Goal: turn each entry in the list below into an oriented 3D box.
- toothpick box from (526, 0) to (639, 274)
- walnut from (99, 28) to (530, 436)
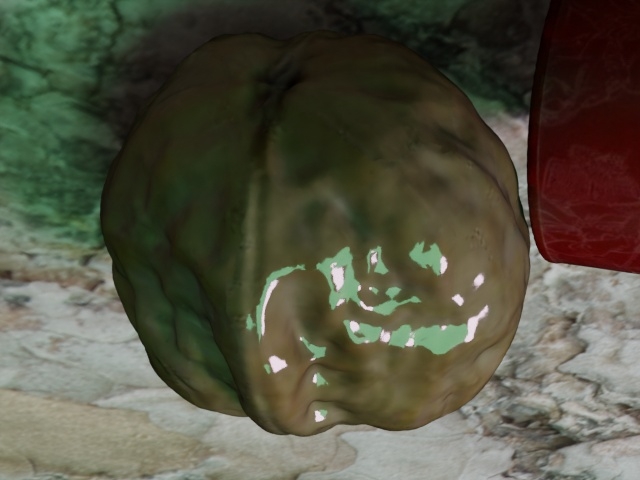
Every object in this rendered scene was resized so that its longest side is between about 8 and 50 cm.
[{"bbox_3d":[0.307,-0.062,0.664,0.333,0.204,0.204,8,147,25],"label":"toothpick box"},{"bbox_3d":[-0.003,0.001,0.713,0.273,0.227,0.273,-9,135,-8],"label":"walnut"}]
